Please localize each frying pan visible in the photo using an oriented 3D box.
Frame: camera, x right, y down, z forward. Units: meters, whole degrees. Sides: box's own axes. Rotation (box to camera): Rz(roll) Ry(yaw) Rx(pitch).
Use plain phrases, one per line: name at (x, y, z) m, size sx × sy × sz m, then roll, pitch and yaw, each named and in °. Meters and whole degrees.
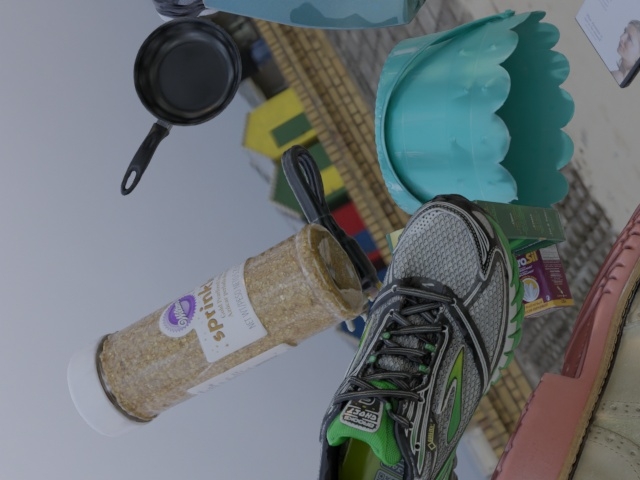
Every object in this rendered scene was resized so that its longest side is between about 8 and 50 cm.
frying pan at (-0.238, -0.232, 1.664) m, size 0.053 × 0.197 × 0.326 m, roll 28°, pitch -114°, yaw -81°

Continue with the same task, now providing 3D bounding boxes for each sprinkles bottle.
sprinkles bottle at (-0.126, 0.109, 1.104) m, size 0.121 × 0.355 × 0.121 m, roll 51°, pitch -159°, yaw -29°

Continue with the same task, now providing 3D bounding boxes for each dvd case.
dvd case at (0.554, -0.416, 1.699) m, size 0.253 × 0.022 × 0.180 m, roll 106°, pitch 142°, yaw -63°

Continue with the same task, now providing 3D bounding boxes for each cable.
cable at (0.000, 0.000, 1.367) m, size 0.139 × 0.072 × 0.287 m, roll -23°, pitch -103°, yaw -53°

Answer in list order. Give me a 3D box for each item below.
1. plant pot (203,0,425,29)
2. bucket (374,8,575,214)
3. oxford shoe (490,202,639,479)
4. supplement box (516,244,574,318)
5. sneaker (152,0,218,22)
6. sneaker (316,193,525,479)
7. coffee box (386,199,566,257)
plant pot at (0.005, -0.314, 0.938) m, size 0.234 × 0.165 × 0.165 m, roll 23°, pitch 152°, yaw 23°
bucket at (0.203, -0.150, 1.223) m, size 0.281 × 0.183 × 0.281 m, roll 0°, pitch -90°, yaw -59°
oxford shoe at (0.236, 0.085, 0.625) m, size 0.146 × 0.397 × 0.140 m, roll 27°, pitch 154°, yaw 17°
supplement box at (0.251, 0.044, 1.095) m, size 0.043 × 0.055 × 0.083 m, roll 1°, pitch -111°, yaw -43°
sneaker at (-0.207, -0.490, 1.711) m, size 0.153 × 0.268 × 0.101 m, roll 32°, pitch -139°, yaw -65°
sneaker at (0.083, 0.127, 0.825) m, size 0.146 × 0.134 × 0.343 m, roll 13°, pitch -90°, yaw -63°
coffee box at (0.165, -0.003, 0.982) m, size 0.184 × 0.113 × 0.040 m, roll 3°, pitch -109°, yaw -53°
